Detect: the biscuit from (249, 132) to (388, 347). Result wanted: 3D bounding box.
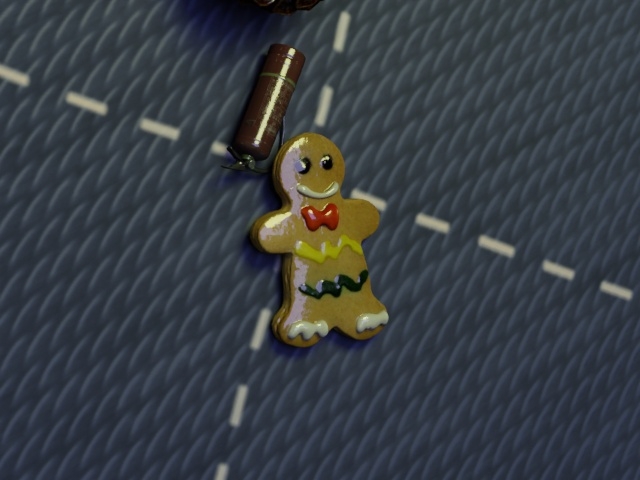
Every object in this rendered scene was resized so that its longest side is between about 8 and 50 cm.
[{"bbox_3d":[0.001,0.000,1.929,0.158,0.035,0.240,-13,97,-28],"label":"biscuit"}]

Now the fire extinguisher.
[{"bbox_3d":[-0.057,-0.135,1.923,0.078,0.045,0.157,35,68,-43],"label":"fire extinguisher"}]

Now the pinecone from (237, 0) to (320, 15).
[{"bbox_3d":[-0.038,-0.327,1.892,0.163,0.165,0.163,1,98,7],"label":"pinecone"}]
